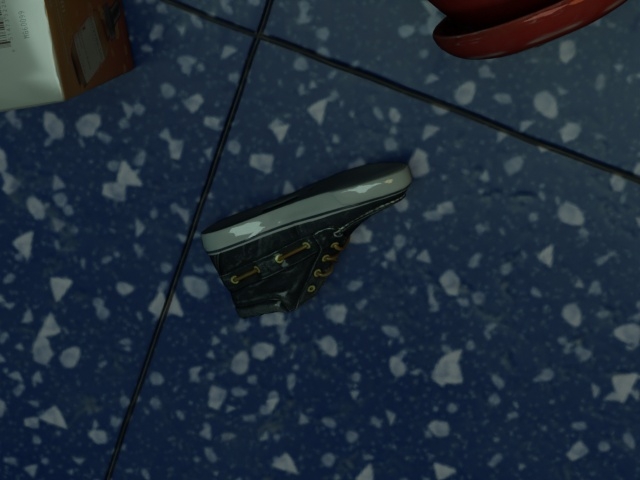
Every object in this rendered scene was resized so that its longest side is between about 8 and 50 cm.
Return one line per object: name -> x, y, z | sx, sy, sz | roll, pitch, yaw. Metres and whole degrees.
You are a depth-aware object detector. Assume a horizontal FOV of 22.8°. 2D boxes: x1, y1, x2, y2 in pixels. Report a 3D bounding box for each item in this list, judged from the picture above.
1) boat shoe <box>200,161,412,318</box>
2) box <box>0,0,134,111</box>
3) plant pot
boat shoe -> 0.000, 0.000, 1.271 | 0.183, 0.065, 0.083 | -19, 103, 20
box -> -0.219, -0.174, 1.203 | 0.091, 0.170, 0.130 | -8, 103, 13
plant pot -> 0.137, -0.233, 1.118 | 0.191, 0.191, 0.174 | -22, 105, 14
